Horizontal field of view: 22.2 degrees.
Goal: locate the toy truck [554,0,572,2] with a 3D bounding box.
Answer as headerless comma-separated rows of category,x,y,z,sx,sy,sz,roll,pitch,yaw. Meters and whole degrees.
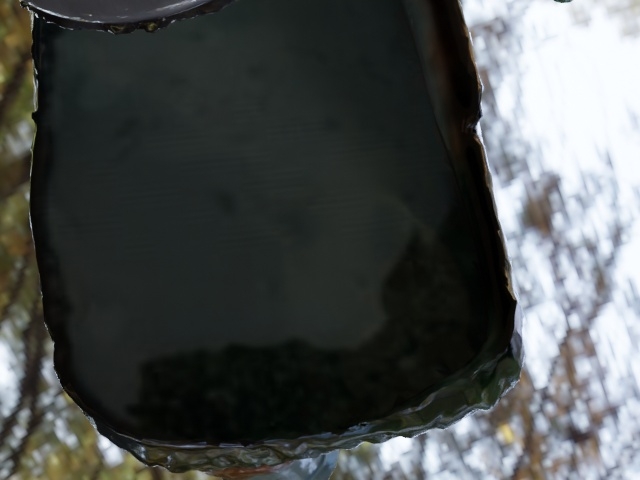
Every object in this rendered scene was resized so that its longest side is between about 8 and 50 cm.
toy truck,0.220,-0.285,1.183,0.156,0.155,0.279,20,-142,24

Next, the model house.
model house,0.000,0.000,0.745,0.184,0.291,0.253,-16,-112,7

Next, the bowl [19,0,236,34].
bowl,-0.073,-0.234,0.380,0.345,0.157,0.345,-20,-117,46
